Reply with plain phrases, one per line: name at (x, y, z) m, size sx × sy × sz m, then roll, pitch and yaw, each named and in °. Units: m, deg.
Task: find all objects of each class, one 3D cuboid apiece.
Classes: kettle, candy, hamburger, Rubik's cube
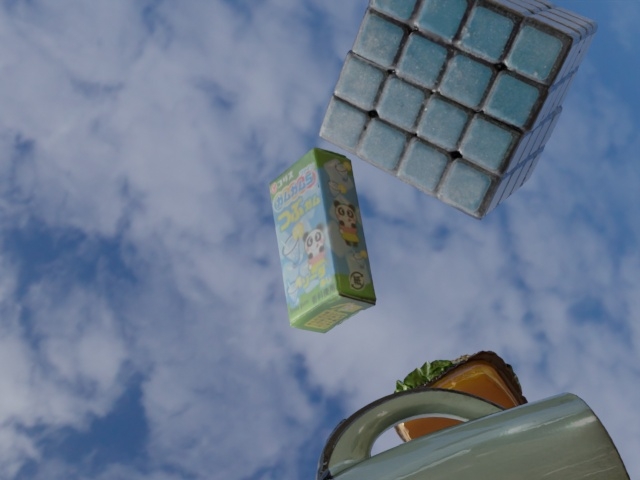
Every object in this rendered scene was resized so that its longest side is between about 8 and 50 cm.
kettle at (0.114, 0.217, 0.723) m, size 0.236 × 0.161 × 0.221 m, roll -16°, pitch -134°, yaw -4°
candy at (0.000, 0.000, 1.000) m, size 0.062 × 0.097 × 0.195 m, roll 12°, pitch -123°, yaw -37°
hamburger at (0.171, 0.204, 1.063) m, size 0.137 × 0.165 × 0.087 m, roll 58°, pitch -169°, yaw -6°
Rubik's cube at (0.250, -0.286, 1.520) m, size 0.344 × 0.337 × 0.343 m, roll 27°, pitch -154°, yaw 15°
